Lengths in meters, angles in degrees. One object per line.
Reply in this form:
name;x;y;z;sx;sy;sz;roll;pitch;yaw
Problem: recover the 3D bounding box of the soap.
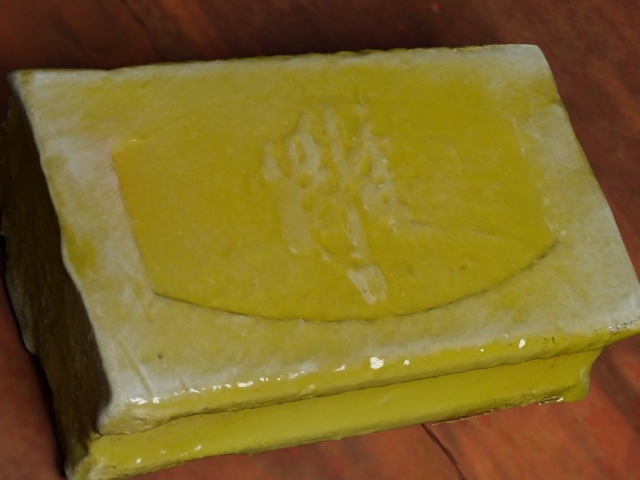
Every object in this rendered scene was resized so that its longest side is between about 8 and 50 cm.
soap;0.000;0.000;0.954;0.315;0.091;0.199;-6;66;-28
